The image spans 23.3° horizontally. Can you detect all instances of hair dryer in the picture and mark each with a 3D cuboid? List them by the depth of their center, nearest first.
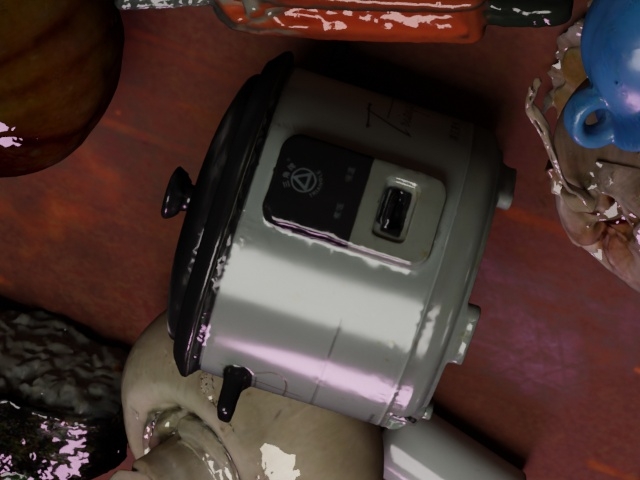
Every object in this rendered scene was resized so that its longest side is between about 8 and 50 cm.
[{"bbox_3d":[0.069,0.235,1.361,0.131,0.073,0.236,34,138,-2],"label":"hair dryer"}]

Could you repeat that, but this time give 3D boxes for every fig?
[{"bbox_3d":[-0.261,-0.151,1.116,0.235,0.214,0.235,13,162,4],"label":"fig"}]

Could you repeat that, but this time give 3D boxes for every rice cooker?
[{"bbox_3d":[0.000,0.000,1.091,0.227,0.280,0.241,18,167,0],"label":"rice cooker"}]

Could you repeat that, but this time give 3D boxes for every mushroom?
[{"bbox_3d":[-0.069,0.168,1.250,0.246,0.202,0.246,28,135,32],"label":"mushroom"}]

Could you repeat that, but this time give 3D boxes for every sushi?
[{"bbox_3d":[-0.274,0.137,1.379,0.225,0.124,0.127,16,129,3],"label":"sushi"}]

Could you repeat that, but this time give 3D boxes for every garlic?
[{"bbox_3d":[0.193,-0.080,1.007,0.257,0.207,0.207,18,136,-31],"label":"garlic"}]

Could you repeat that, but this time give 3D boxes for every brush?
[{"bbox_3d":[0.010,-0.172,1.055,0.323,0.070,0.051,0,147,11],"label":"brush"}]

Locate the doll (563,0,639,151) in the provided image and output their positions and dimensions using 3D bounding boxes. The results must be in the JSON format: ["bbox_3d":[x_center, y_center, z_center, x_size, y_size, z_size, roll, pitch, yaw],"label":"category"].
[{"bbox_3d":[0.305,-0.115,0.875,0.363,0.145,0.199,-18,119,-10],"label":"doll"}]
